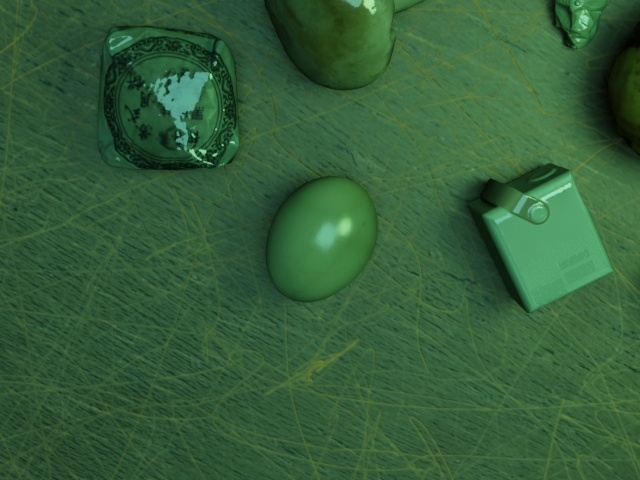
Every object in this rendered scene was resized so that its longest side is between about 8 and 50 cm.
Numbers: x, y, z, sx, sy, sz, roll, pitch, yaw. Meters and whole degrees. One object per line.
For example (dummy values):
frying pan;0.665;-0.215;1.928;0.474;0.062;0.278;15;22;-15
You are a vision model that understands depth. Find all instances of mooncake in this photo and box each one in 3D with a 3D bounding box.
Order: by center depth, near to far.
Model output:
mooncake;-0.267;-0.248;1.470;0.254;0.136;0.250;3;103;-1

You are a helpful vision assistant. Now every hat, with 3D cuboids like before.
hat;0.484;-0.438;1.489;0.122;0.081;0.166;44;86;-9

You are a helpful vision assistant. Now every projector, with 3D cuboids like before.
projector;0.390;-0.018;1.505;0.177;0.163;0.242;-28;101;2

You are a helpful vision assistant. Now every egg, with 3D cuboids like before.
egg;0.000;0.000;1.487;0.186;0.186;0.242;29;99;-5

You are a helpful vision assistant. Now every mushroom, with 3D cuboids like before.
mushroom;0.059;-0.415;1.398;0.290;0.292;0.292;-31;99;-14

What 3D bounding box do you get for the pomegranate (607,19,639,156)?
pomegranate;0.650;-0.268;1.413;0.322;0.322;0.322;0;99;-1
